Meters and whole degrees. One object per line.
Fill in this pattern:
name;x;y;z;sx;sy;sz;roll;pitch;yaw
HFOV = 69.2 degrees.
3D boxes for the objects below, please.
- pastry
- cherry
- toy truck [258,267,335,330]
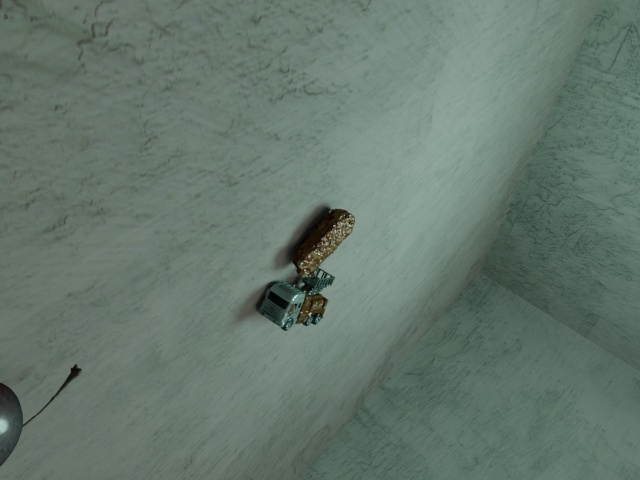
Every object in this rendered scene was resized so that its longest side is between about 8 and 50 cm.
pastry;0.001;0.001;0.977;0.169;0.063;0.087;-45;144;-7
cherry;-0.383;0.185;0.512;0.188;0.115;0.148;-50;116;-25
toy truck;-0.048;0.124;1.014;0.178;0.080;0.115;1;115;-61
